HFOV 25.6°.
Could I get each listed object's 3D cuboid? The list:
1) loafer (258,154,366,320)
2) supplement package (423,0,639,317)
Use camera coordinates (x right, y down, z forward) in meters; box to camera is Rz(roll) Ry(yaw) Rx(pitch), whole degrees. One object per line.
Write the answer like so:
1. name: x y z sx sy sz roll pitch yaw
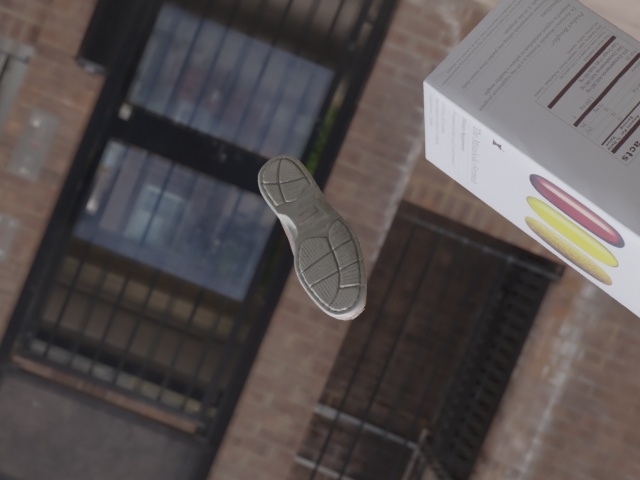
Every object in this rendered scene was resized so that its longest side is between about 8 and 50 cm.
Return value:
1. loafer: 0.000 0.000 0.911 0.125 0.045 0.039 63 -176 28
2. supplement package: 0.215 -0.069 1.098 0.244 0.134 0.139 38 165 19
